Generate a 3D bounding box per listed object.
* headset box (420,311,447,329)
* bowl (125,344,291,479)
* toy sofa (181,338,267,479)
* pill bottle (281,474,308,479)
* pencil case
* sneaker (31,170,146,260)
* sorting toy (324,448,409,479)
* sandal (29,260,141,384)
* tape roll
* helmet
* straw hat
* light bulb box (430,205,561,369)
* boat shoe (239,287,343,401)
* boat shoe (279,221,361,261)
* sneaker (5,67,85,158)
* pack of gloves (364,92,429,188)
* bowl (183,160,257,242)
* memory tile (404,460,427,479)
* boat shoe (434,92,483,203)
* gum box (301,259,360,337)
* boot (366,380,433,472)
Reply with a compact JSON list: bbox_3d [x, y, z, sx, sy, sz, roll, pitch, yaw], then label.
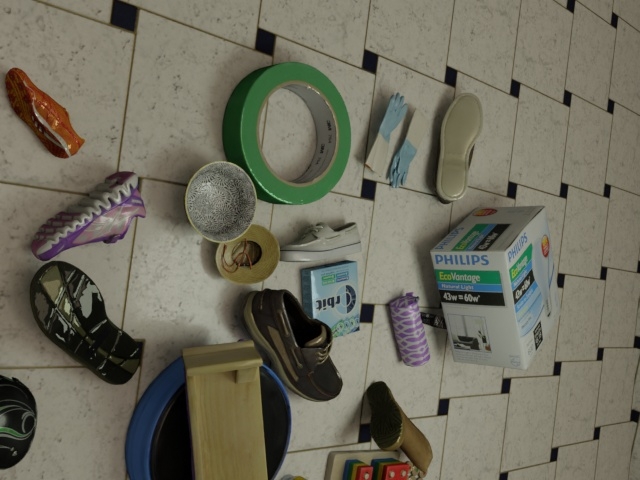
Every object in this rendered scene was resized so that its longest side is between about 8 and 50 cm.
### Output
[{"bbox_3d":[0.336,0.236,1.859,0.083,0.062,0.032,24,78,-40],"label":"headset box"},{"bbox_3d":[-0.225,0.428,1.392,0.391,0.077,0.390,-4,96,-40],"label":"bowl"},{"bbox_3d":[-0.192,0.389,1.291,0.150,0.177,0.362,-6,98,-15],"label":"toy sofa"},{"bbox_3d":[-0.046,0.606,1.531,0.065,0.116,0.065,-4,96,-40],"label":"pill bottle"},{"bbox_3d":[0.251,0.249,1.779,0.088,0.086,0.206,-40,122,-57],"label":"pencil case"},{"bbox_3d":[-0.417,-0.028,1.184,0.236,0.095,0.104,-43,127,-30],"label":"sneaker"},{"bbox_3d":[0.123,0.701,1.701,0.257,0.089,0.255,14,85,-40],"label":"sorting toy"},{"bbox_3d":[-0.446,0.164,1.184,0.120,0.086,0.302,-51,138,-32],"label":"sandal"},{"bbox_3d":[-0.070,-0.242,1.465,0.321,0.077,0.321,-3,95,-40],"label":"tape roll"},{"bbox_3d":[-0.568,0.299,1.035,0.162,0.170,0.169,25,77,-55],"label":"helmet"},{"bbox_3d":[-0.168,0.028,1.415,0.145,0.061,0.144,-2,97,-20],"label":"straw hat"},{"bbox_3d":[0.523,0.124,1.862,0.358,0.225,0.360,-35,116,-47],"label":"light bulb box"},{"bbox_3d":[-0.041,0.248,1.467,0.355,0.130,0.132,51,36,-29],"label":"boat shoe"},{"bbox_3d":[0.000,0.000,1.535,0.268,0.096,0.088,-8,95,-41],"label":"boat shoe"},{"bbox_3d":[-0.491,-0.229,1.131,0.175,0.064,0.067,63,37,-31],"label":"sneaker"},{"bbox_3d":[0.197,-0.268,1.724,0.195,0.046,0.232,34,75,-49],"label":"pack of gloves"},{"bbox_3d":[-0.225,-0.081,1.343,0.170,0.080,0.170,-3,95,-38],"label":"bowl"},{"bbox_3d":[0.262,0.727,1.871,0.113,0.012,0.148,31,74,-37],"label":"memory tile"},{"bbox_3d":[0.391,-0.264,1.841,0.117,0.097,0.324,11,81,0],"label":"boat shoe"},{"bbox_3d":[0.028,0.152,1.604,0.157,0.041,0.184,-9,100,-40],"label":"gum box"},{"bbox_3d":[0.229,0.534,1.709,0.269,0.089,0.236,56,16,-27],"label":"boot"}]
